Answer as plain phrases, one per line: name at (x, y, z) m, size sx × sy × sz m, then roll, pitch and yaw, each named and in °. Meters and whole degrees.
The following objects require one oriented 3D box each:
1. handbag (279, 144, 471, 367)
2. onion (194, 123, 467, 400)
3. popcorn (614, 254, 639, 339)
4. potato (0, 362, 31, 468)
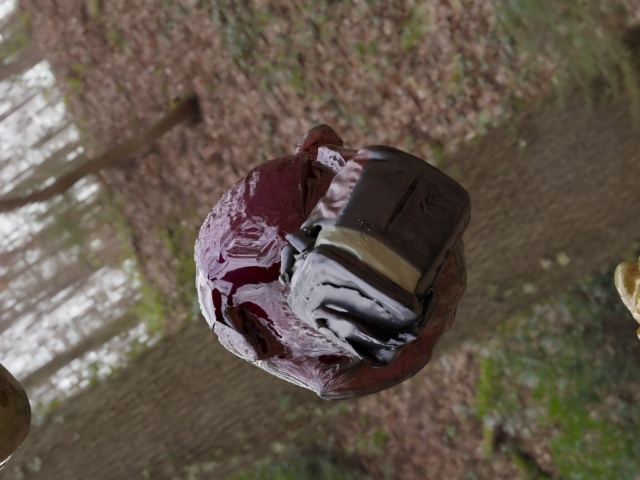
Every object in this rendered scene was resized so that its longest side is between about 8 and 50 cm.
handbag at (0.053, 0.022, 1.452) m, size 0.181 × 0.181 × 0.254 m, roll 30°, pitch 159°, yaw 2°
onion at (0.000, 0.000, 1.917) m, size 0.398 × 0.398 × 0.420 m, roll 46°, pitch -164°, yaw -40°
popcorn at (0.402, 0.083, 1.244) m, size 0.253 × 0.190 × 0.191 m, roll 42°, pitch -137°, yaw 7°
potato at (-0.562, 0.245, 1.797) m, size 0.326 × 0.243 × 0.221 m, roll 5°, pitch -113°, yaw -26°
